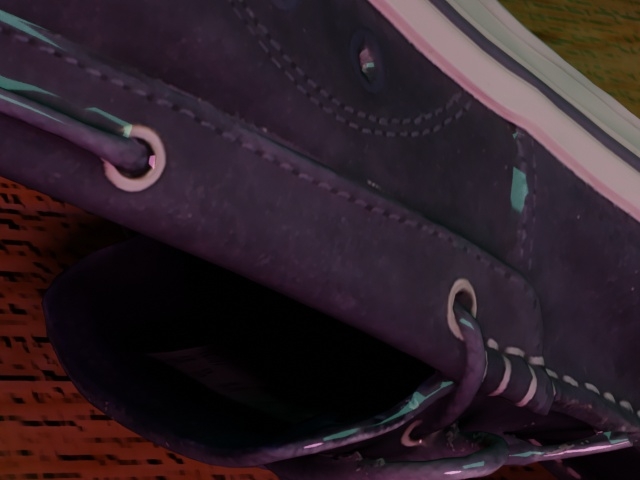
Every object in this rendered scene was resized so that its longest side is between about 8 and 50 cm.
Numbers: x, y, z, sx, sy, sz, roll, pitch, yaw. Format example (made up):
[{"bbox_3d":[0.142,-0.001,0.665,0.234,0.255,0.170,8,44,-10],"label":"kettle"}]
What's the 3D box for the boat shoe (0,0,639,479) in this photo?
[{"bbox_3d":[0.000,0.000,0.579,0.500,0.187,0.156,38,75,-41],"label":"boat shoe"}]
